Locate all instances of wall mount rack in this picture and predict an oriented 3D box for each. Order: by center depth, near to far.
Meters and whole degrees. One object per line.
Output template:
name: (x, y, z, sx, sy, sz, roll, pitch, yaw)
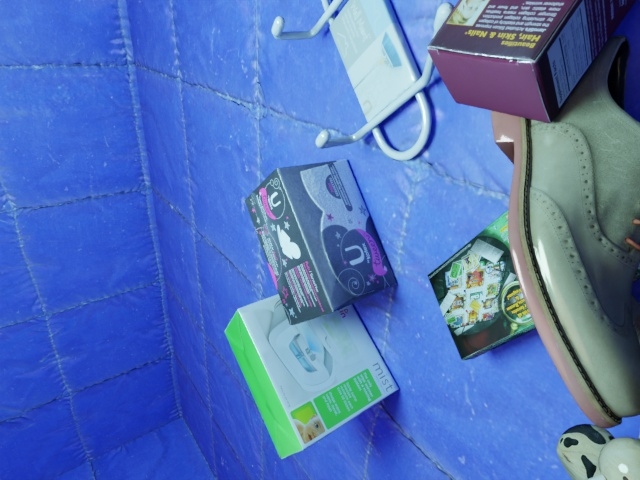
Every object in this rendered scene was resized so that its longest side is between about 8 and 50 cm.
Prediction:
wall mount rack: (0.061, -0.288, 0.567, 0.304, 0.130, 0.351, -30, 80, 56)

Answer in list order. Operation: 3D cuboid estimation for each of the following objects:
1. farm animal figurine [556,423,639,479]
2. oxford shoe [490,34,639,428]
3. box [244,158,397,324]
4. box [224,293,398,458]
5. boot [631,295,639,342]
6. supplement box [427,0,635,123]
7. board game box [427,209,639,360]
farm animal figurine: (0.303, 0.185, 0.261, 0.330, 0.326, 0.172, -31, 86, 40)
oxford shoe: (0.239, -0.027, 0.360, 0.130, 0.122, 0.349, -17, 69, 39)
box: (0.000, 0.000, 0.748, 0.142, 0.163, 0.248, -28, 80, 52)
box: (-0.021, 0.231, 0.815, 0.262, 0.230, 0.127, 61, 145, 19)
boot: (0.305, 0.096, 0.464, 0.087, 0.042, 0.119, 50, 139, 41)
supplement box: (0.196, -0.209, 0.362, 0.104, 0.080, 0.188, 35, 91, 44)
board game box: (0.236, 0.042, 0.515, 0.260, 0.030, 0.136, 126, 139, -50)
